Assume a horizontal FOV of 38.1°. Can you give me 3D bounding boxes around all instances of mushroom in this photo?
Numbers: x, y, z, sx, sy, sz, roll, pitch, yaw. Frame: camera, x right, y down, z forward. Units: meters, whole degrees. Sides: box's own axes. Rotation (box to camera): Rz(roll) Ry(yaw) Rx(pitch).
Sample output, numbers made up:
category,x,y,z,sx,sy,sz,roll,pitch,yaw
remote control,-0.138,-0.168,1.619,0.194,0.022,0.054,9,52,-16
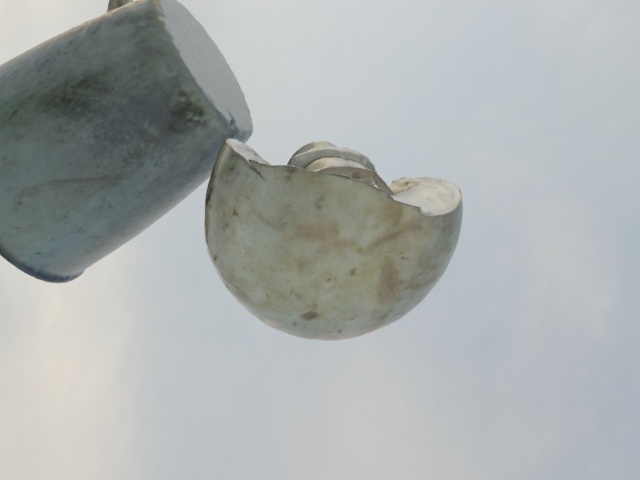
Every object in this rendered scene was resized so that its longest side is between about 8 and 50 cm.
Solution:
category,x,y,z,sx,sy,sz,roll,pitch,yaw
mushroom,0.000,0.000,0.923,0.195,0.254,0.189,-126,-128,-67

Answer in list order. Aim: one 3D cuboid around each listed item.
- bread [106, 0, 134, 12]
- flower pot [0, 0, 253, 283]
category,x,y,z,sx,sy,sz,roll,pitch,yaw
bread,-0.315,-0.283,1.465,0.073,0.053,0.214,41,-55,47
flower pot,-0.277,-0.144,1.210,0.330,0.293,0.293,-29,-126,11
